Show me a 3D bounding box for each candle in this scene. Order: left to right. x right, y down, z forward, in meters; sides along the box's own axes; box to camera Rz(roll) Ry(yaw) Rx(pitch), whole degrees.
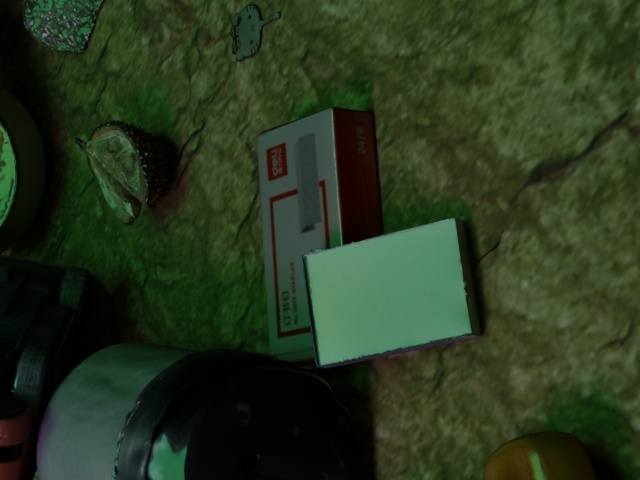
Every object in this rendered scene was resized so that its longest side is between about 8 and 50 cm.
[{"bbox_3d":[-0.135,0.205,1.363,0.343,0.221,0.221,-2,86,54],"label":"candle"}]

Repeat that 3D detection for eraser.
[{"bbox_3d":[0.059,0.045,1.242,0.150,0.023,0.103,-14,76,26],"label":"eraser"}]

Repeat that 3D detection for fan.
[{"bbox_3d":[-0.067,-0.216,1.482,0.083,0.004,0.055,-17,74,49],"label":"fan"}]

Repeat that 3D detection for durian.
[{"bbox_3d":[-0.210,-0.083,1.598,0.140,0.071,0.110,36,121,32],"label":"durian"}]

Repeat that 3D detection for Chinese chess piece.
[{"bbox_3d":[-0.464,-0.089,1.798,0.250,0.103,0.249,1,95,11],"label":"Chinese chess piece"}]

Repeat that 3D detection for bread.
[{"bbox_3d":[0.188,0.260,1.067,0.092,0.074,0.239,-38,58,51],"label":"bread"}]

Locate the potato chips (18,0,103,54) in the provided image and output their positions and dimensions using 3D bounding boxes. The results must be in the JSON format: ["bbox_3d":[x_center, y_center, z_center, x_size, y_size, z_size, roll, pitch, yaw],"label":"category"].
[{"bbox_3d":[-0.297,-0.343,1.742,0.167,0.059,0.228,-9,80,41],"label":"potato chips"}]

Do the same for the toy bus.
[{"bbox_3d":[-0.374,0.158,1.537,0.427,0.203,0.233,-88,9,-72],"label":"toy bus"}]

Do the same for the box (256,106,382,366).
[{"bbox_3d":[0.000,0.000,1.343,0.123,0.050,0.229,-15,75,50],"label":"box"}]
